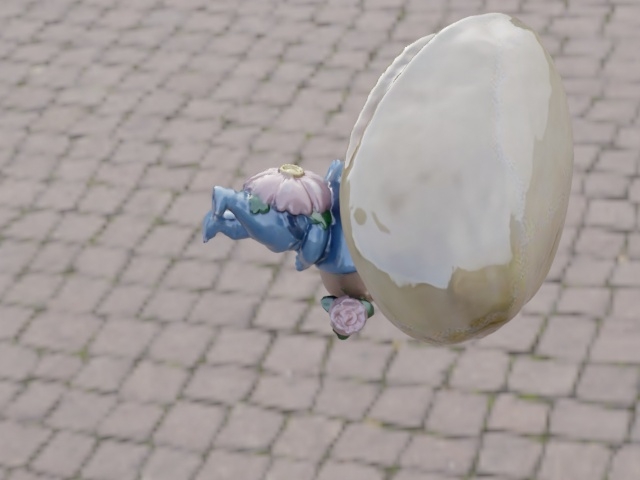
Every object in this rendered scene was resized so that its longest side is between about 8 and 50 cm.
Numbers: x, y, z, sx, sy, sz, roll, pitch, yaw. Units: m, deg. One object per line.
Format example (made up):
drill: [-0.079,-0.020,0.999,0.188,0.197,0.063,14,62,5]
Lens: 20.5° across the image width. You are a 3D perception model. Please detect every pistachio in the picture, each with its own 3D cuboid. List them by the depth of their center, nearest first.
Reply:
pistachio: [0.089,-0.040,1.149,0.137,0.153,0.238,-18,45,48]

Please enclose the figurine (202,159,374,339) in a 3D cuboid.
figurine: [0.001,0.003,1.346,0.178,0.145,0.114,3,-5,-12]
